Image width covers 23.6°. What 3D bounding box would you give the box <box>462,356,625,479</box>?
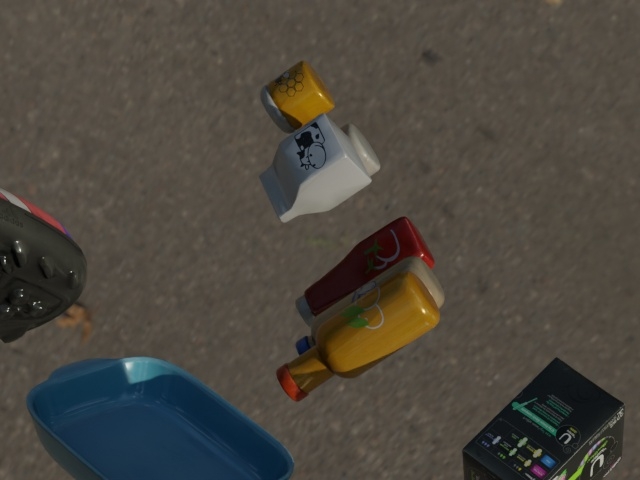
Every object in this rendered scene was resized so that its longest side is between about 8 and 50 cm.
[{"bbox_3d":[0.127,0.121,0.870,0.052,0.062,0.083,35,64,31],"label":"box"}]

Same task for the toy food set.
[{"bbox_3d":[0.000,0.000,1.006,0.111,0.104,0.232,40,19,-54],"label":"toy food set"}]

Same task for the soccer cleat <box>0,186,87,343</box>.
[{"bbox_3d":[-0.243,-0.040,0.654,0.318,0.108,0.116,17,43,-33],"label":"soccer cleat"}]

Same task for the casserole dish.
[{"bbox_3d":[-0.100,0.129,0.936,0.114,0.037,0.188,-15,33,-39],"label":"casserole dish"}]
